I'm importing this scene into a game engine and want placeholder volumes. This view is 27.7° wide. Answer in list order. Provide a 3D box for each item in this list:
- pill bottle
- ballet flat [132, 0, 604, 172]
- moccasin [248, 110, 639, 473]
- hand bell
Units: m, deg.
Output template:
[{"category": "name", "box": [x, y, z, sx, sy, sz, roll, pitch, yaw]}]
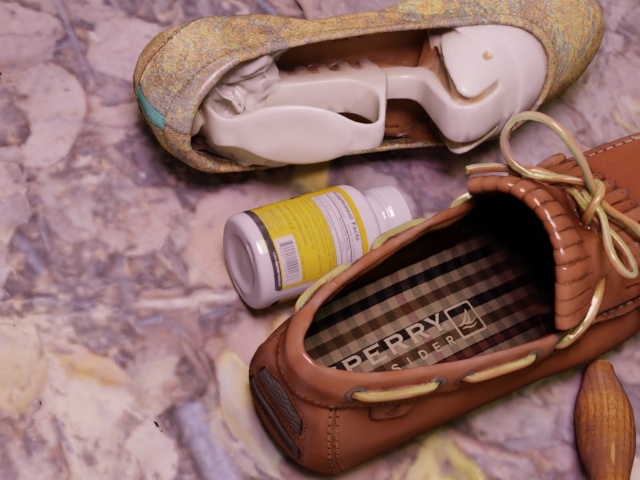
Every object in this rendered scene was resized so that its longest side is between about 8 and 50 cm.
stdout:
[{"category": "pill bottle", "box": [0.000, 0.000, 0.855, 0.116, 0.065, 0.065, -16, 65, -23]}, {"category": "ballet flat", "box": [0.049, -0.104, 0.892, 0.349, 0.123, 0.123, -7, 62, -14]}, {"category": "moccasin", "box": [0.127, 0.011, 0.832, 0.380, 0.147, 0.139, -20, 67, -24]}, {"category": "hand bell", "box": [0.178, 0.172, 0.794, 0.126, 0.126, 0.242, 11, 46, -8]}]
